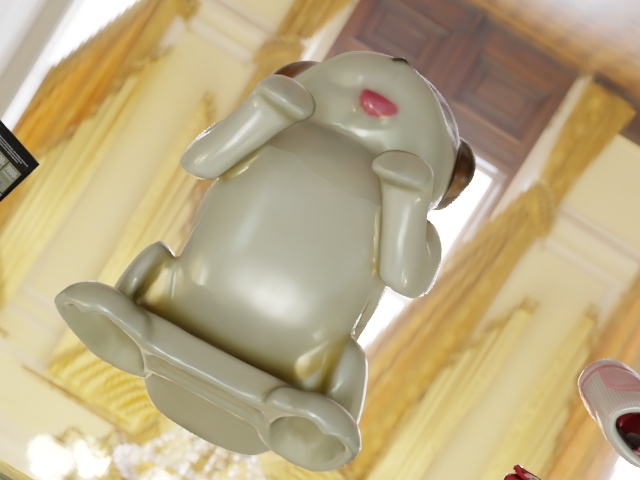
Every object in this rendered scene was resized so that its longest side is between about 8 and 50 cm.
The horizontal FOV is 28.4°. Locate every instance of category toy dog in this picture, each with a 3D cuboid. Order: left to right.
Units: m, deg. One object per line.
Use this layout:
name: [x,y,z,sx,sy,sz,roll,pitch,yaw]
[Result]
toy dog: [0.000,0.000,1.218,0.284,0.408,0.395,24,159,14]

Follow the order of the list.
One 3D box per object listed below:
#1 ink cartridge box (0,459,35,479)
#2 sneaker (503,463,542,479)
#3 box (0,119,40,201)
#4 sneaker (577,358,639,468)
ink cartridge box: [-0.174,0.222,0.683,0.235,0.171,0.056,16,170,42]
sneaker: [0.219,0.259,1.149,0.128,0.087,0.221,29,160,10]
box: [-0.398,-0.094,1.252,0.180,0.147,0.077,52,161,-28]
sneaker: [0.223,0.127,0.786,0.134,0.051,0.070,30,-165,-11]
